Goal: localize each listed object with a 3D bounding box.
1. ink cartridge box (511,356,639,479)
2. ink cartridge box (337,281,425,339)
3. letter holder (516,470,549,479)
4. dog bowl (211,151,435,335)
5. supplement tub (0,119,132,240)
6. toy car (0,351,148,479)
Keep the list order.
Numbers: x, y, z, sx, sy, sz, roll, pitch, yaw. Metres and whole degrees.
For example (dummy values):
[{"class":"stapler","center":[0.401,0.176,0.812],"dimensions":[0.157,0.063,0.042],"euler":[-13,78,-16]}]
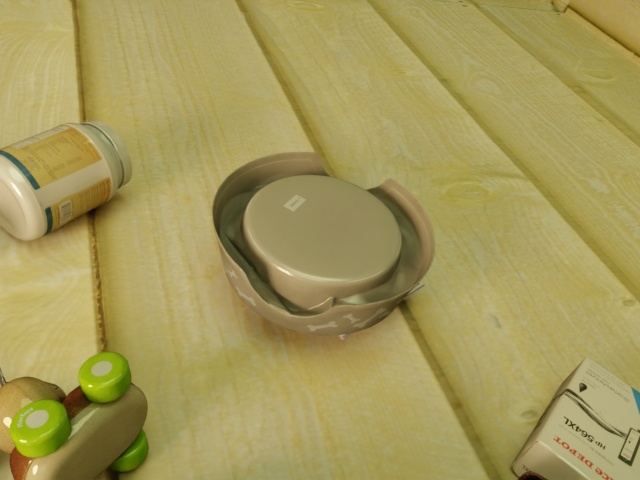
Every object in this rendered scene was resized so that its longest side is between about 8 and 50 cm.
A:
[{"class":"ink cartridge box","center":[0.386,0.286,0.780],"dimensions":[0.148,0.086,0.203],"euler":[37,45,21]},{"class":"ink cartridge box","center":[0.034,0.063,0.937],"dimensions":[0.206,0.045,0.208],"euler":[-25,54,-36]},{"class":"letter holder","center":[0.295,0.386,0.547],"dimensions":[0.152,0.215,0.301],"euler":[-27,57,-38]},{"class":"dog bowl","center":[0.000,0.000,0.887],"dimensions":[0.348,0.102,0.349],"euler":[8,42,-7]},{"class":"supplement tub","center":[-0.423,-0.104,0.898],"dimensions":[0.144,0.144,0.199],"euler":[32,44,17]},{"class":"toy car","center":[-0.308,0.190,0.629],"dimensions":[0.188,0.155,0.149],"euler":[22,41,25]}]
